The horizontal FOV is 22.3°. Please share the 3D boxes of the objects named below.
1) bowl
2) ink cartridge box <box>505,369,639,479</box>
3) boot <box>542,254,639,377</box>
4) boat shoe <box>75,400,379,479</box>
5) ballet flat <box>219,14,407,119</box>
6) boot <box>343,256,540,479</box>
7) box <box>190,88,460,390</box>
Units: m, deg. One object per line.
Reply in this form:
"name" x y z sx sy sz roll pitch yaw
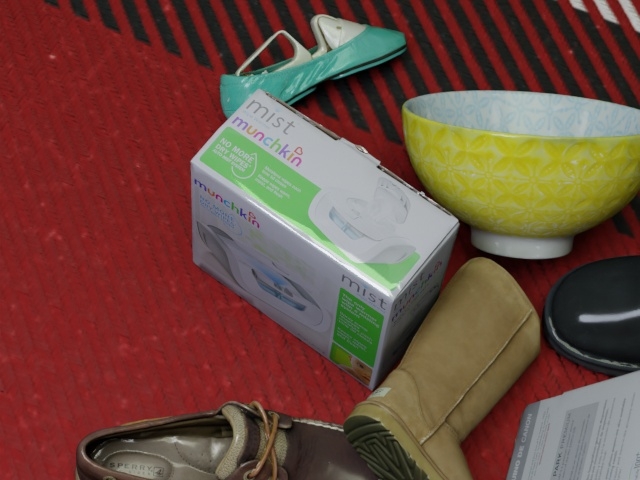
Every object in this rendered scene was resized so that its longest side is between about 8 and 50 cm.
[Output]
"bowl" 0.231 -0.068 1.810 0.289 0.289 0.156 2 104 -2
"ink cartridge box" 0.298 0.298 1.629 0.130 0.272 0.309 31 61 -22
"boot" 0.441 -0.010 1.646 0.367 0.445 0.146 1 62 -3
"boat shoe" -0.083 0.228 1.672 0.342 0.123 0.123 3 63 -3
"ballet flat" -0.011 -0.218 1.923 0.247 0.083 0.087 -28 108 -14
"boot" 0.166 0.183 1.720 0.269 0.089 0.236 -46 110 -40
"box" 0.000 0.000 1.737 0.262 0.231 0.127 35 66 13
